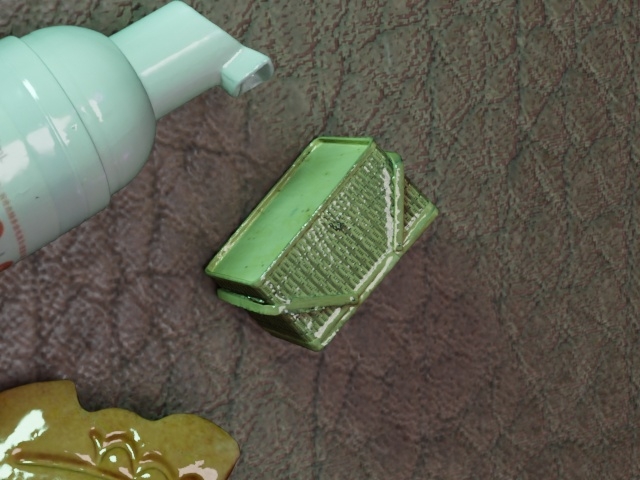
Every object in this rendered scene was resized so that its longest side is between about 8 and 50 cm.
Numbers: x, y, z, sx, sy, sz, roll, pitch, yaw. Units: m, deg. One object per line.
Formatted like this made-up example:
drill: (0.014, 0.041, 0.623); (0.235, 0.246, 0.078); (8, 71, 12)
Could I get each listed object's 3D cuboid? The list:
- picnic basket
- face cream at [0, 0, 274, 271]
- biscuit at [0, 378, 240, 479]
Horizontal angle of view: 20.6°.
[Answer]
picnic basket: (0.000, 0.000, 1.358); (0.079, 0.115, 0.164); (45, 78, -22)
face cream: (-0.212, -0.070, 1.250); (0.369, 0.145, 0.145); (-32, 106, -19)
biscuit: (-0.181, 0.251, 1.272); (0.283, 0.043, 0.306); (-11, 74, -10)
